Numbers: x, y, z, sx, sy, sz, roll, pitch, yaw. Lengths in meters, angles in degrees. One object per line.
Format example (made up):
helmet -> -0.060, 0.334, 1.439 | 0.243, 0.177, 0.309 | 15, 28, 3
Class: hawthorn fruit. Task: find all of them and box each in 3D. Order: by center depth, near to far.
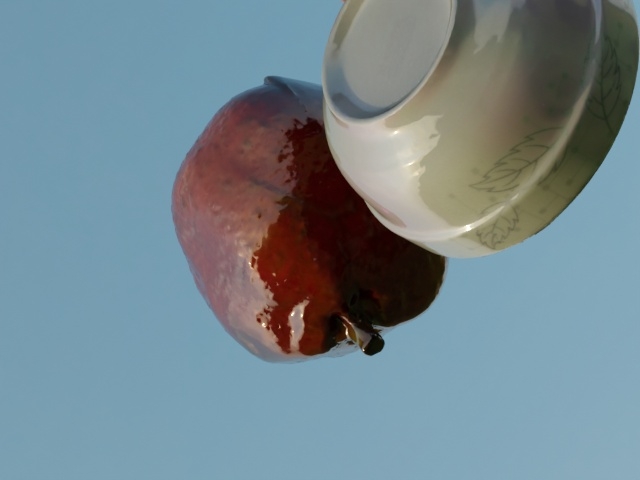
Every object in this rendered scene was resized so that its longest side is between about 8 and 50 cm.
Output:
hawthorn fruit -> 0.000, 0.000, 1.814 | 0.265, 0.307, 0.265 | -19, -40, -17

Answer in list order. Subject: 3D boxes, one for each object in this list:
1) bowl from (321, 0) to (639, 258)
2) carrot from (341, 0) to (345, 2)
bowl -> 0.104, -0.140, 1.516 | 0.144, 0.287, 0.287 | 23, -79, -36
carrot -> -0.004, -0.266, 1.607 | 0.062, 0.066, 0.271 | -10, -39, 15
